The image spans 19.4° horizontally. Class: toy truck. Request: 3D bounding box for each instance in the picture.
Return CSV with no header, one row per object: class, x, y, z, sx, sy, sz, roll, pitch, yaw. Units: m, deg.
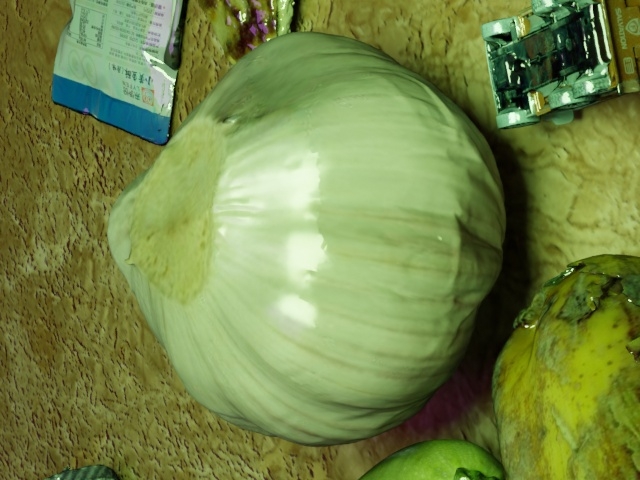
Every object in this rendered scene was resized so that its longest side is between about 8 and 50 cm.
toy truck,0.187,-0.127,1.245,0.178,0.115,0.080,165,95,-69

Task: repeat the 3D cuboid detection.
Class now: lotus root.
lotus root,0.213,0.179,1.165,0.196,0.179,0.397,107,154,-51

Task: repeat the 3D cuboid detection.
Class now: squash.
squash,0.083,0.188,1.346,0.341,0.094,0.094,133,122,-71

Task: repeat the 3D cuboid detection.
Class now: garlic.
garlic,0.000,0.000,1.361,0.317,0.259,0.317,-41,39,44

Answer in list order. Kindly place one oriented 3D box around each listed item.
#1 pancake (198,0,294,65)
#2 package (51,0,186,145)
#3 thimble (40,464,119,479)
pancake,-0.021,-0.289,1.494,0.244,0.057,0.266,-17,87,38
package,-0.183,-0.187,1.685,0.171,0.027,0.173,22,112,39
thimble,-0.226,0.258,1.748,0.104,0.095,0.066,86,165,-61
